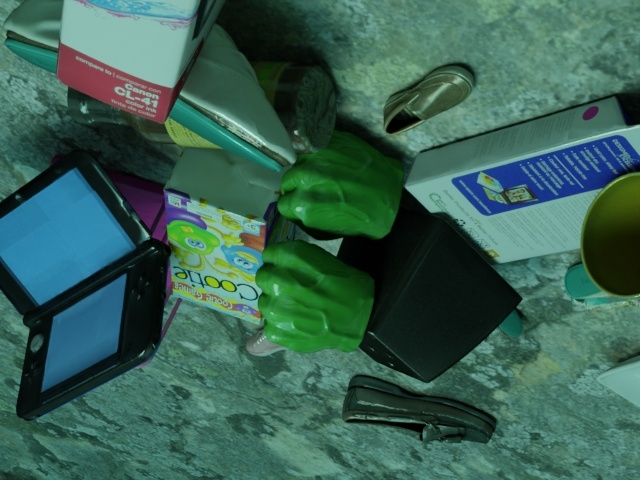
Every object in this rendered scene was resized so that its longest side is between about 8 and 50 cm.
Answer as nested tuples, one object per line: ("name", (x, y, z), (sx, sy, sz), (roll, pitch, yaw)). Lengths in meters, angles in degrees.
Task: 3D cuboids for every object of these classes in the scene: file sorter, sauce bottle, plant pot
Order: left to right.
("file sorter", (-0.336, 0.045, 1.763), (0.202, 0.182, 0.291), (16, 149, 10))
("sauce bottle", (-0.154, -0.168, 1.381), (0.344, 0.111, 0.111), (6, 146, 23))
("plant pot", (0.114, 0.075, 1.484), (0.188, 0.167, 0.187), (43, 165, -30))
("plant pot", (0.361, 0.002, 1.207), (0.095, 0.134, 0.134), (13, 159, -37))

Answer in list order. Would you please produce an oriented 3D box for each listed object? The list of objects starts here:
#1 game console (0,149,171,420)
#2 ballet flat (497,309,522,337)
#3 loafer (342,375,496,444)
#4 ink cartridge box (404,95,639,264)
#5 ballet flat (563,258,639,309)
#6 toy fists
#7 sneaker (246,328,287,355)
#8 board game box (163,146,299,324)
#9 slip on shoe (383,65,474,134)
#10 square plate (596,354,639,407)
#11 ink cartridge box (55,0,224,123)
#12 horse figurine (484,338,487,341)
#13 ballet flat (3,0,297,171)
("game console", (-0.360, 0.067, 1.521), (0.293, 0.250, 0.173), (-29, 135, 33))
("ballet flat", (0.249, 0.097, 1.623), (0.041, 0.041, 0.114), (-12, 135, 43))
("loafer", (0.167, 0.317, 1.965), (0.267, 0.084, 0.096), (16, 149, 10))
("ink cartridge box", (0.291, -0.066, 1.305), (0.370, 0.069, 0.175), (-11, 136, 46))
("ballet flat", (0.414, 0.039, 1.397), (0.077, 0.091, 0.241), (8, 170, -43))
("toy fists", (0.000, 0.000, 1.395), (0.142, 0.279, 0.096), (18, 175, -31))
("sneaker", (-0.085, 0.155, 1.907), (0.134, 0.051, 0.070), (-10, 135, 37))
("board game box", (-0.120, -0.024, 1.555), (0.144, 0.142, 0.275), (18, 149, 7))
("slip on shoe", (0.120, -0.157, 1.292), (0.051, 0.041, 0.135), (40, 145, -28))
("square plate", (0.619, 0.210, 1.545), (0.344, 0.049, 0.347), (30, 149, -14))
("ink cartridge box", (-0.142, -0.292, 1.068), (0.131, 0.226, 0.306), (25, 150, -5))
("horse figurine", (0.142, 0.123, 1.698), (0.174, 0.066, 0.263), (30, 151, -25))
("ballet flat", (-0.182, -0.209, 1.271), (0.400, 0.139, 0.139), (25, 152, 21))
